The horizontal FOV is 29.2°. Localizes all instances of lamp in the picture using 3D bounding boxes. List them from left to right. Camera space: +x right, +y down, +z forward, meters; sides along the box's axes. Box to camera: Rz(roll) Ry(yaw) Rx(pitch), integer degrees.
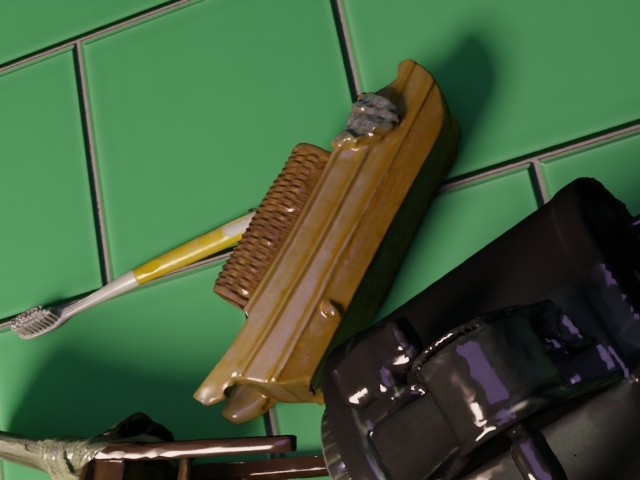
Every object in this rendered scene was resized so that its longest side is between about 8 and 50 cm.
[{"bbox_3d":[0.141,0.103,0.792,0.272,0.374,0.205,-44,66,39],"label":"lamp"}]

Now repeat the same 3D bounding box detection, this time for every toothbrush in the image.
[{"bbox_3d":[-0.135,0.021,1.028,0.288,0.024,0.021,-24,65,12],"label":"toothbrush"}]

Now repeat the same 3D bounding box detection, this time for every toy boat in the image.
[{"bbox_3d":[0.000,0.000,0.946,0.115,0.089,0.310,23,82,24],"label":"toy boat"}]

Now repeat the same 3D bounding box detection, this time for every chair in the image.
[{"bbox_3d":[-0.156,0.218,0.902,0.319,0.160,0.186,-2,71,18],"label":"chair"}]
